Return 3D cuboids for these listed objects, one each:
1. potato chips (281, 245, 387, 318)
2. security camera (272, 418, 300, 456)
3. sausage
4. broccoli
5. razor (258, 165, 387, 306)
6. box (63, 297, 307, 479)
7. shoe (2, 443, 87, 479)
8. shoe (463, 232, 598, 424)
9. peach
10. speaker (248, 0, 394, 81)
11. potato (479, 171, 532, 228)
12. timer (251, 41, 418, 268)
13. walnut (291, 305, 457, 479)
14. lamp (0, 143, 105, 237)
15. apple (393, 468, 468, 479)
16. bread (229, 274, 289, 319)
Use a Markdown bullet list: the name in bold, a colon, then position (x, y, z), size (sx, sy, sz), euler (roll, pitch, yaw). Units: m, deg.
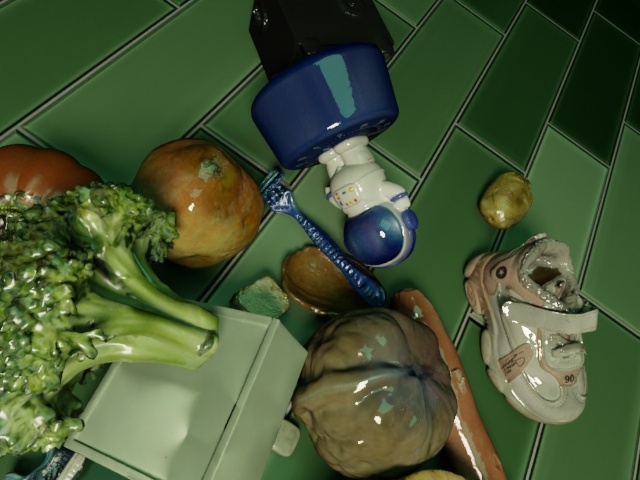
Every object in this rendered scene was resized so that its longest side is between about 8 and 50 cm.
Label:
- **potato chips**: position (0.023, 0.085, 0.810), size (0.202, 0.049, 0.150), euler (17, 41, -12)
- **security camera**: position (-0.077, 0.298, 0.693), size (0.092, 0.058, 0.058), euler (44, 60, -10)
- **sausage**: position (0.224, 0.279, 0.772), size (0.094, 0.094, 0.418), euler (12, 54, -58)
- **broccoli**: position (-0.266, 0.072, 0.503), size (0.235, 0.260, 0.288), euler (28, 89, 34)
- **razor**: position (0.004, 0.000, 0.816), size (0.324, 0.056, 0.093), euler (44, 101, 15)
- **box**: position (-0.168, 0.210, 0.601), size (0.225, 0.117, 0.224), euler (7, 58, 27)
- **shoe**: position (-0.373, 0.319, 0.568), size (0.071, 0.064, 0.143), euler (41, 58, 1)
- **shoe**: position (0.407, 0.161, 0.828), size (0.172, 0.198, 0.350), euler (-12, 71, -22)
- **peach**: position (-0.192, -0.061, 0.704), size (0.214, 0.235, 0.214), euler (5, 75, -20)
- **speaker**: position (-0.006, -0.440, 0.962), size (0.232, 0.184, 0.253), euler (-12, 70, -24)
- **potato**: position (0.431, -0.095, 1.018), size (0.107, 0.080, 0.170), euler (41, 62, 16)
- **timer**: position (0.064, -0.129, 0.831), size (0.270, 0.270, 0.383), euler (-24, 88, -26)
- **walnut**: position (0.074, 0.226, 0.671), size (0.249, 0.248, 0.248), euler (7, 65, -16)
- **lamp**: position (-0.409, -0.025, 0.633), size (0.223, 0.196, 0.223), euler (-4, 106, -12)
- **apple**: position (0.127, 0.462, 0.559), size (0.314, 0.252, 0.309), euler (-43, 89, -3)
- **bread**: position (-0.103, 0.110, 0.748), size (0.083, 0.070, 0.076), euler (-29, 79, -26)
